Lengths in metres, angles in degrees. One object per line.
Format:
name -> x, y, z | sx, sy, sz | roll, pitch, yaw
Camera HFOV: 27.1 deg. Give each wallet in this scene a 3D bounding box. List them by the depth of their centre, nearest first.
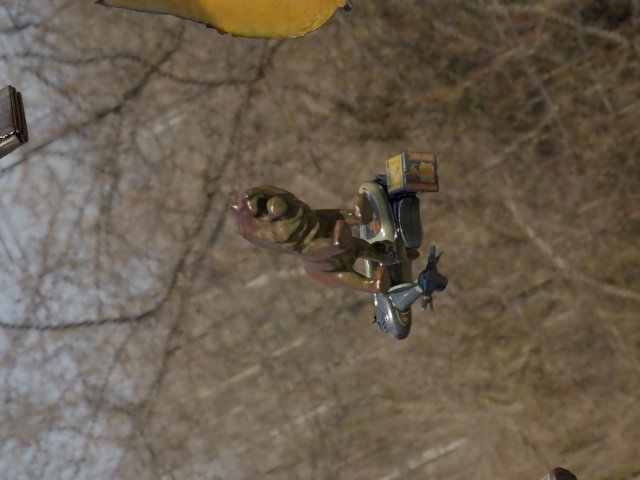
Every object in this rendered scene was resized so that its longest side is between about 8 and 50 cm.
wallet -> -0.516, -0.123, 1.875 | 0.042, 0.230, 0.124 | 49, -165, -42

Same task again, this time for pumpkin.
pumpkin -> -0.082, -0.288, 1.432 | 0.163, 0.278, 0.111 | 50, -150, -30

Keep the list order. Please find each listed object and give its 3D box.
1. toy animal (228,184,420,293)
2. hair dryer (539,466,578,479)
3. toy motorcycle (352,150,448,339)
toy animal -> 0.000, 0.000, 1.681 | 0.312, 0.157, 0.097 | 42, -125, -60
hair dryer -> 0.246, 0.379, 1.380 | 0.220, 0.195, 0.053 | 53, -153, 16
toy motorcycle -> 0.119, 0.013, 1.969 | 0.157, 0.091, 0.263 | -22, 71, 57
